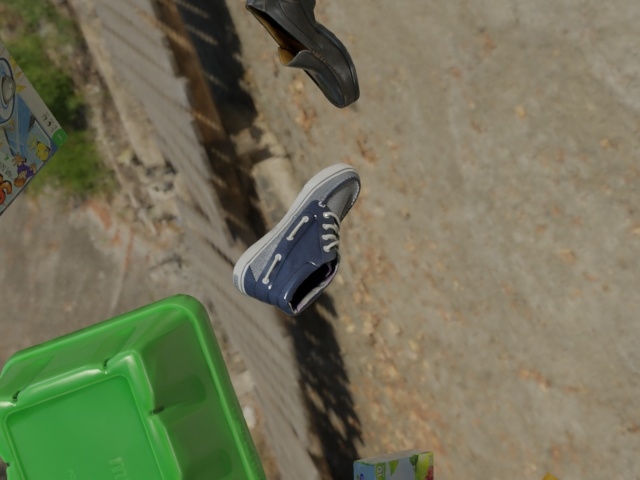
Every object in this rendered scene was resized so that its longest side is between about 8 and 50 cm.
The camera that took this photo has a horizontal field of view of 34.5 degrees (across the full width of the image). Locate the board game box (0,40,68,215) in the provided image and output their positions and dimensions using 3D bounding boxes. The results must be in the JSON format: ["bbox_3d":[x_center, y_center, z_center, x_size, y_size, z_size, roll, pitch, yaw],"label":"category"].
[{"bbox_3d":[-0.354,-0.119,1.068,0.035,0.136,0.201,29,162,23],"label":"board game box"}]

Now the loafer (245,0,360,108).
[{"bbox_3d":[-0.020,-0.197,1.052,0.062,0.061,0.170,5,139,53],"label":"loafer"}]

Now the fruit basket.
[{"bbox_3d":[-0.199,0.267,1.142,0.392,0.283,0.392,-20,-90,-84],"label":"fruit basket"}]

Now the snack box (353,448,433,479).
[{"bbox_3d":[0.084,0.313,1.160,0.037,0.100,0.141,-2,89,48],"label":"snack box"}]

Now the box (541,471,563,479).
[{"bbox_3d":[0.172,0.173,0.583,0.081,0.028,0.136,34,174,-6],"label":"box"}]

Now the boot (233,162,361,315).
[{"bbox_3d":[0.000,0.000,1.085,0.086,0.190,0.069,25,155,39],"label":"boot"}]
